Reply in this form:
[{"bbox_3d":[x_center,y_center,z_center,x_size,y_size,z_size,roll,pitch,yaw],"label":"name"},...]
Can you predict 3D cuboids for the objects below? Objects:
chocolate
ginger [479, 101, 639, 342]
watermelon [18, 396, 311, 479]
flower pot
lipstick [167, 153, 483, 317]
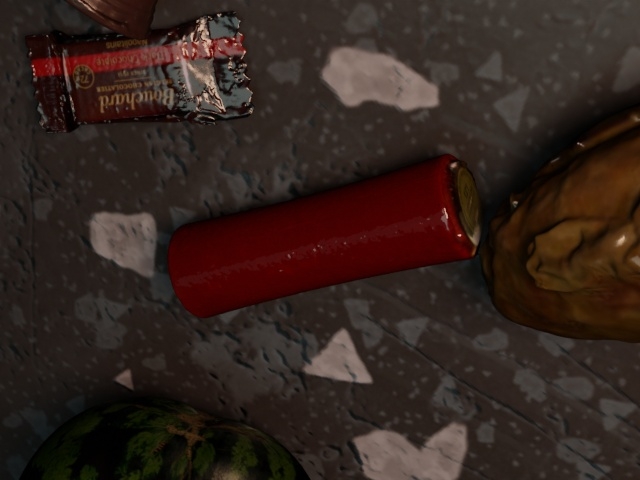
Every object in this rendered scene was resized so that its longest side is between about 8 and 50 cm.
[{"bbox_3d":[-0.140,-0.125,0.794,0.182,0.028,0.086,-4,108,19],"label":"chocolate"},{"bbox_3d":[0.237,-0.018,0.645,0.321,0.172,0.165,-11,73,27],"label":"ginger"},{"bbox_3d":[-0.131,0.257,0.870,0.269,0.269,0.269,8,119,15],"label":"watermelon"},{"bbox_3d":[-0.139,-0.207,0.715,0.111,0.111,0.089,38,107,-4],"label":"flower pot"},{"bbox_3d":[0.000,0.000,0.782,0.241,0.080,0.080,-13,112,25],"label":"lipstick"}]
